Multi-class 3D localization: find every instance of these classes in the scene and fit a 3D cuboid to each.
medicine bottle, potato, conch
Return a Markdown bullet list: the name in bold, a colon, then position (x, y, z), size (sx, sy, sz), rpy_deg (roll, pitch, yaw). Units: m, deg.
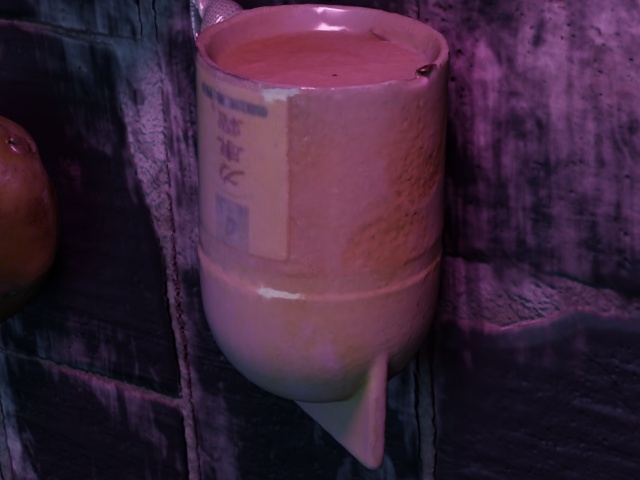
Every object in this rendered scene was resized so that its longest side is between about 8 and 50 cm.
- **medicine bottle**: position (0.000, 0.000, 1.557), size (0.235, 0.235, 0.406), rpy_deg (17, 120, 30)
- **potato**: position (-0.432, -0.009, 1.896), size (0.326, 0.221, 0.243), rpy_deg (-25, 94, 38)
- **conch**: position (-0.100, -0.214, 1.649), size (0.076, 0.056, 0.085), rpy_deg (123, 137, -58)
